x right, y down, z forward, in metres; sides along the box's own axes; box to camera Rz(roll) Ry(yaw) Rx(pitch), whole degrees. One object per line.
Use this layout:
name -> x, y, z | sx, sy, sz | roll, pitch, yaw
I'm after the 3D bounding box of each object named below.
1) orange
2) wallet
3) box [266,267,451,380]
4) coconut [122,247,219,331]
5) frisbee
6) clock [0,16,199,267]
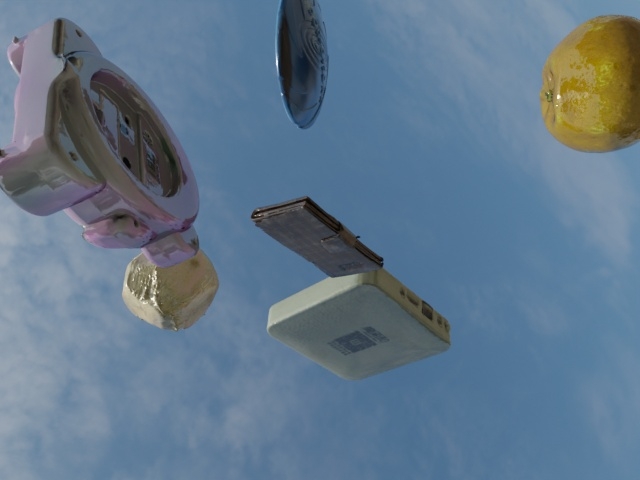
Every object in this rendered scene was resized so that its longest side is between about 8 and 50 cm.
orange -> 0.584, -0.318, 1.111 | 0.279, 0.235, 0.279 | -6, -90, -70
wallet -> 0.000, 0.000, 0.910 | 0.230, 0.124, 0.042 | 39, -130, -40
box -> 0.101, 0.223, 1.382 | 0.367, 0.373, 0.091 | 38, -141, -32
coconut -> -0.302, 0.086, 1.107 | 0.194, 0.194, 0.195 | 13, -114, -30
frisbee -> -0.017, -0.309, 0.893 | 0.242, 0.045, 0.242 | 2, -90, -74
clock -> -0.229, -0.094, 0.595 | 0.248, 0.090, 0.228 | 51, -160, -54
